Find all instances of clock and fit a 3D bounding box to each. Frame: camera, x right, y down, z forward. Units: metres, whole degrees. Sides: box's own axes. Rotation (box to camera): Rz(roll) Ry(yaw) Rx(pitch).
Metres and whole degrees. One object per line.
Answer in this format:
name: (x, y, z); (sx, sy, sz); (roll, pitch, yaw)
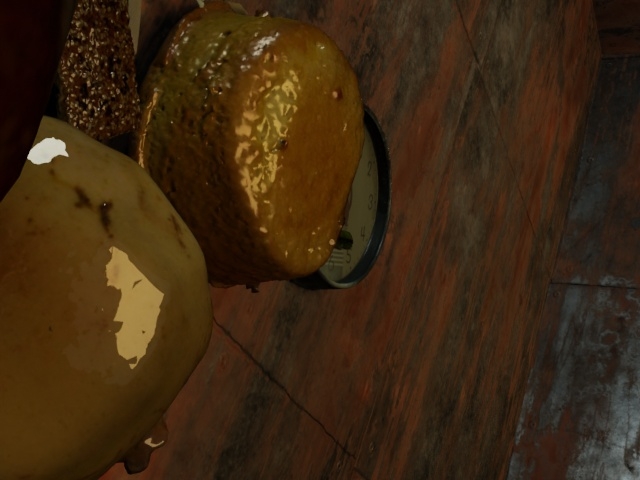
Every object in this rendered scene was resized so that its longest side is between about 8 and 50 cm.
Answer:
clock: (0.024, -0.076, 1.403); (0.325, 0.067, 0.325); (-14, 106, -59)

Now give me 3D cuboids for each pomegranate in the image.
pomegranate: (-0.244, 0.068, 0.692); (0.332, 0.332, 0.333); (-13, 106, -59)

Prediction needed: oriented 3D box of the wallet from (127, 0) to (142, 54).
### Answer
wallet: (-0.276, -0.314, 0.835); (0.335, 0.068, 0.275); (5, 88, -62)

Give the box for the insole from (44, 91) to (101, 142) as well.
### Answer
insole: (-0.301, -0.085, 0.885); (0.253, 0.005, 0.086); (-54, 137, -44)

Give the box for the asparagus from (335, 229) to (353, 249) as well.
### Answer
asparagus: (0.000, 0.000, 1.277); (0.165, 0.030, 0.036); (-6, 110, -59)

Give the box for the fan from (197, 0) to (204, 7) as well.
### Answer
fan: (-0.220, -0.419, 0.885); (0.415, 0.012, 0.233); (55, 28, -44)

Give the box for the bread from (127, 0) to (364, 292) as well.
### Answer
bread: (-0.077, -0.121, 1.085); (0.337, 0.204, 0.358); (50, 50, -57)

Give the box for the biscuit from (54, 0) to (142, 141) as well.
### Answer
biscuit: (-0.228, -0.214, 0.838); (0.131, 0.025, 0.231); (-40, 127, -63)

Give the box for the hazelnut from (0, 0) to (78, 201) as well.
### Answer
hazelnut: (-0.324, -0.181, 0.423); (0.402, 0.402, 0.429); (24, 53, -59)
